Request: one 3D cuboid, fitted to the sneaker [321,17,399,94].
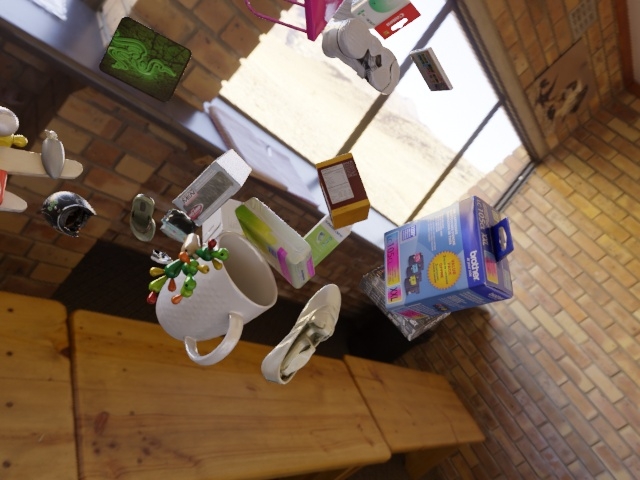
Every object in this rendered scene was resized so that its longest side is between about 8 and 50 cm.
[{"bbox_3d":[0.142,-0.694,1.604,0.366,0.137,0.210,28,10,-47],"label":"sneaker"}]

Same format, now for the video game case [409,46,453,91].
[{"bbox_3d":[0.372,-0.571,1.446,0.157,0.019,0.143,51,0,-22],"label":"video game case"}]

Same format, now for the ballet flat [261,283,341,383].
[{"bbox_3d":[-0.035,0.327,1.468,0.139,0.400,0.139,37,-18,14],"label":"ballet flat"}]

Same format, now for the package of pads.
[{"bbox_3d":[-0.149,0.012,1.479,0.296,0.101,0.229,42,-18,21],"label":"package of pads"}]

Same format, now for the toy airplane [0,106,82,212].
[{"bbox_3d":[-1.002,-0.275,1.312,0.384,0.272,0.386,38,28,-10],"label":"toy airplane"}]

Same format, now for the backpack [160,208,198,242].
[{"bbox_3d":[-0.723,-0.076,2.180,0.166,0.144,0.188,36,-6,-29],"label":"backpack"}]

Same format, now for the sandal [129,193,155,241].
[{"bbox_3d":[-0.868,-0.096,2.080,0.120,0.302,0.086,9,48,-12],"label":"sandal"}]

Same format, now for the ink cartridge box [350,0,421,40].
[{"bbox_3d":[0.252,-0.855,1.626,0.225,0.181,0.056,25,56,-42],"label":"ink cartridge box"}]

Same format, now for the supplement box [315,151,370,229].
[{"bbox_3d":[0.077,-0.166,1.486,0.191,0.129,0.194,76,-4,-77],"label":"supplement box"}]

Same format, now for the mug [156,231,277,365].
[{"bbox_3d":[-0.339,0.206,1.348,0.276,0.328,0.374,39,24,-44],"label":"mug"}]

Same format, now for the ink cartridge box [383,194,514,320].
[{"bbox_3d":[0.379,0.052,1.243,0.151,0.395,0.270,23,57,-37],"label":"ink cartridge box"}]

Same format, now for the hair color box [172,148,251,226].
[{"bbox_3d":[-0.350,-0.191,1.453,0.113,0.185,0.374,46,9,-15],"label":"hair color box"}]

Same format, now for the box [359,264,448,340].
[{"bbox_3d":[0.347,0.222,1.738,0.242,0.076,0.307,-24,56,-32],"label":"box"}]

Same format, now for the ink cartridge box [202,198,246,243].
[{"bbox_3d":[-0.390,-0.048,2.024,0.270,0.198,0.197,13,51,-36],"label":"ink cartridge box"}]

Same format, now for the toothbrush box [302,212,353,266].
[{"bbox_3d":[0.000,0.000,1.841,0.122,0.283,0.206,46,19,-3],"label":"toothbrush box"}]

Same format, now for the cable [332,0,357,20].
[{"bbox_3d":[0.109,-0.970,1.639,0.257,0.257,0.089,15,48,13],"label":"cable"}]

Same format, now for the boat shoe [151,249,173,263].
[{"bbox_3d":[-0.658,0.069,1.782,0.142,0.040,0.049,13,8,39],"label":"boat shoe"}]

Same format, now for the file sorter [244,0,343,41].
[{"bbox_3d":[-0.025,-0.615,0.889,0.182,0.290,0.202,26,-19,12],"label":"file sorter"}]

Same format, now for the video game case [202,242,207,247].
[{"bbox_3d":[-0.421,0.108,1.779,0.190,0.173,0.022,8,4,31],"label":"video game case"}]

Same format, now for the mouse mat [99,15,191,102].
[{"bbox_3d":[-0.440,-0.455,1.086,0.190,0.152,0.007,26,2,-7],"label":"mouse mat"}]

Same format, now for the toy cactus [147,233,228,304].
[{"bbox_3d":[-0.321,0.048,1.027,0.112,0.219,0.180,43,21,-35],"label":"toy cactus"}]

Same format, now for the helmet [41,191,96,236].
[{"bbox_3d":[-0.945,-0.103,1.610,0.161,0.169,0.169,29,5,33],"label":"helmet"}]
